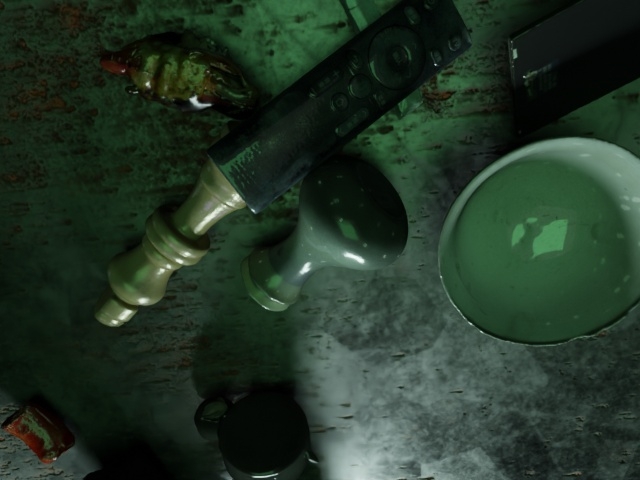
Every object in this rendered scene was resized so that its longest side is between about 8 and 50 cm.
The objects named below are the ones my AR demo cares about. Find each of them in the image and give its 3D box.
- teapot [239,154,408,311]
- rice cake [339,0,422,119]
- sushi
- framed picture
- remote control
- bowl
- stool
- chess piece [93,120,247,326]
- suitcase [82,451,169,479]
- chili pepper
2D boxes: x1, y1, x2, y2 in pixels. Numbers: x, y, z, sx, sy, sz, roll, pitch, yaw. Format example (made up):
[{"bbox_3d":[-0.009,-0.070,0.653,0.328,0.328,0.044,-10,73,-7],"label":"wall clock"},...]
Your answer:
[{"bbox_3d":[0.000,0.000,0.842,0.183,0.183,0.251,43,119,-15],"label":"teapot"},{"bbox_3d":[0.071,-0.284,0.782,0.045,0.042,0.245,-32,108,-1],"label":"rice cake"},{"bbox_3d":[-0.190,-0.239,0.783,0.226,0.103,0.097,12,139,-6],"label":"sushi"},{"bbox_3d":[0.397,-0.263,0.701,0.339,0.255,0.014,-27,67,12],"label":"framed picture"},{"bbox_3d":[0.030,-0.190,0.748,0.378,0.044,0.107,-38,113,-3],"label":"remote control"},{"bbox_3d":[0.319,-0.012,0.833,0.314,0.146,0.313,1,111,2],"label":"bowl"},{"bbox_3d":[-0.110,0.353,1.010,0.153,0.228,0.139,-32,140,-29],"label":"stool"},{"bbox_3d":[-0.223,-0.006,0.870,0.117,0.117,0.397,43,109,-15],"label":"chess piece"},{"bbox_3d":[-0.339,0.591,0.988,0.188,0.345,0.339,-23,112,14],"label":"suitcase"},{"bbox_3d":[-0.518,0.357,1.049,0.123,0.073,0.070,51,147,-15],"label":"chili pepper"}]
